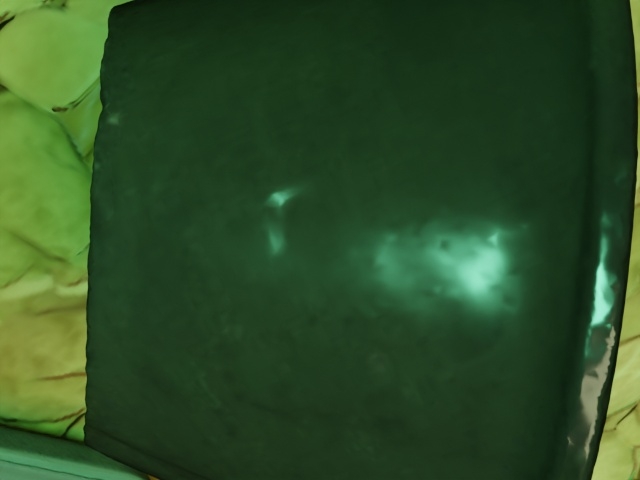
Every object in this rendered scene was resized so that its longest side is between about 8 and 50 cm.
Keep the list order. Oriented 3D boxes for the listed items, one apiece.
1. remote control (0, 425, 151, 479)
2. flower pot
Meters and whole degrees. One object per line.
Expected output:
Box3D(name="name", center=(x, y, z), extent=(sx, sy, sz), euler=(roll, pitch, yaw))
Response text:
Box3D(name="remote control", center=(-0.172, 0.118, 0.673), extent=(0.247, 0.052, 0.104), euler=(20, 114, -38))
Box3D(name="flower pot", center=(0.000, 0.000, 0.565), extent=(0.166, 0.269, 0.269), euler=(7, 125, -7))
